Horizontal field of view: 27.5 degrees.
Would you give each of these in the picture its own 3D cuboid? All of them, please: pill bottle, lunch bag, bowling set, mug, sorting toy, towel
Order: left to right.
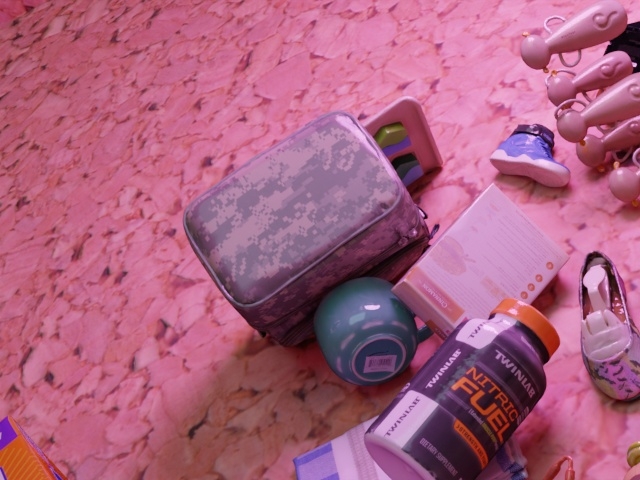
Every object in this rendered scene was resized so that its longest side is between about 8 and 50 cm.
[{"bbox_3d":[0.000,0.000,1.833,0.305,0.256,0.213,-36,62,0],"label":"lunch bag"},{"bbox_3d":[0.079,-0.107,1.966,0.208,0.193,0.038,-31,57,0],"label":"sorting toy"},{"bbox_3d":[0.074,0.119,1.725,0.157,0.129,0.097,-40,36,12],"label":"mug"},{"bbox_3d":[0.102,0.273,1.603,0.285,0.034,0.209,-28,34,8],"label":"towel"},{"bbox_3d":[0.172,0.180,1.513,0.246,0.130,0.130,-47,37,-19],"label":"pill bottle"},{"bbox_3d":[0.391,-0.173,1.836,0.154,0.287,0.200,-25,-9,-1],"label":"bowling set"}]

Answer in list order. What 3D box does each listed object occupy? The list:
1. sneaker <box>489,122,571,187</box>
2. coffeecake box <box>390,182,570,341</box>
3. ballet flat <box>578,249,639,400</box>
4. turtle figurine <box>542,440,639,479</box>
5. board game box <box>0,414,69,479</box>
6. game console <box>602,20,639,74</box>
[{"bbox_3d":[0.321,-0.130,1.904,0.085,0.058,0.152,-52,31,-12],"label":"sneaker"},{"bbox_3d":[0.207,0.044,1.699,0.185,0.142,0.068,-46,-1,-19],"label":"coffeecake box"},{"bbox_3d":[0.344,0.095,1.588,0.076,0.079,0.222,-19,37,18],"label":"ballet flat"},{"bbox_3d":[0.332,0.277,1.364,0.269,0.087,0.217,-30,17,26],"label":"turtle figurine"},{"bbox_3d":[-0.322,0.487,1.390,0.356,0.356,0.356,-40,35,-10],"label":"board game box"},{"bbox_3d":[0.508,-0.294,1.998,0.122,0.071,0.107,27,96,53],"label":"game console"}]
